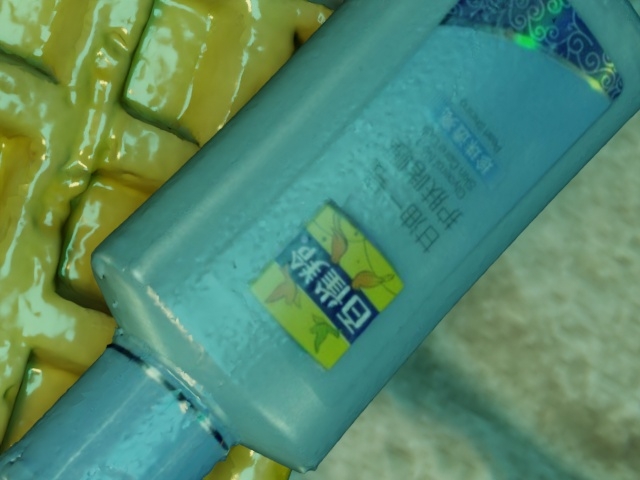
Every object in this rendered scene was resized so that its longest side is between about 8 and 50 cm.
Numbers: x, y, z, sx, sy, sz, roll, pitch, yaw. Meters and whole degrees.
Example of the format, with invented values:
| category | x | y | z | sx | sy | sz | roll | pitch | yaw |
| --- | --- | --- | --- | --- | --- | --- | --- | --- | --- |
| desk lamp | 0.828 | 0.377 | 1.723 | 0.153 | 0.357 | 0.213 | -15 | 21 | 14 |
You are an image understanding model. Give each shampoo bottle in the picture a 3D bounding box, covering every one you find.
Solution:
| category | x | y | z | sx | sy | sz | roll | pitch | yaw |
| --- | --- | --- | --- | --- | --- | --- | --- | --- | --- |
| shampoo bottle | 0.000 | 0.000 | 0.587 | 0.258 | 0.061 | 0.104 | -47 | 110 | -15 |

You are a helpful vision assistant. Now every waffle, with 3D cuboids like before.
| category | x | y | z | sx | sy | sz | roll | pitch | yaw |
| --- | --- | --- | --- | --- | --- | --- | --- | --- | --- |
| waffle | -0.100 | -0.004 | 0.606 | 0.248 | 0.055 | 0.221 | 21 | 83 | -23 |
